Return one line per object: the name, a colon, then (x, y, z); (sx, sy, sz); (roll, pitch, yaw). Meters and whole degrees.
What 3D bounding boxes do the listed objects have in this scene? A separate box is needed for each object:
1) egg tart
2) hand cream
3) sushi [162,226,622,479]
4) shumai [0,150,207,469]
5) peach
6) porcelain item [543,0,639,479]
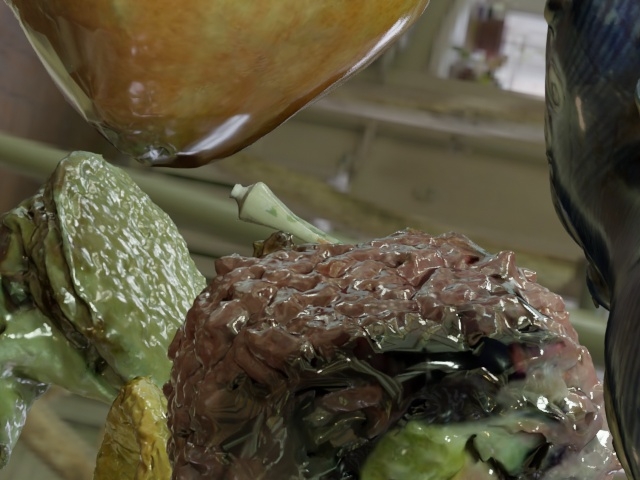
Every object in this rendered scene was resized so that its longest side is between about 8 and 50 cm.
egg tart: (-0.124, 0.265, 1.335); (0.294, 0.123, 0.294); (180, -90, -74)
hand cream: (0.000, 0.000, 1.240); (0.037, 0.165, 0.057); (-61, 180, 3)
sushi: (0.041, 0.123, 0.895); (0.171, 0.270, 0.237); (-118, -153, -74)
shumai: (-0.303, 0.084, 1.703); (0.292, 0.288, 0.330); (36, 29, -39)
peach: (-0.047, -0.142, 0.583); (0.214, 0.214, 0.236); (78, 20, -63)
porcelain item: (0.157, -0.011, 0.572); (0.288, 0.138, 0.186); (-94, 167, -53)
